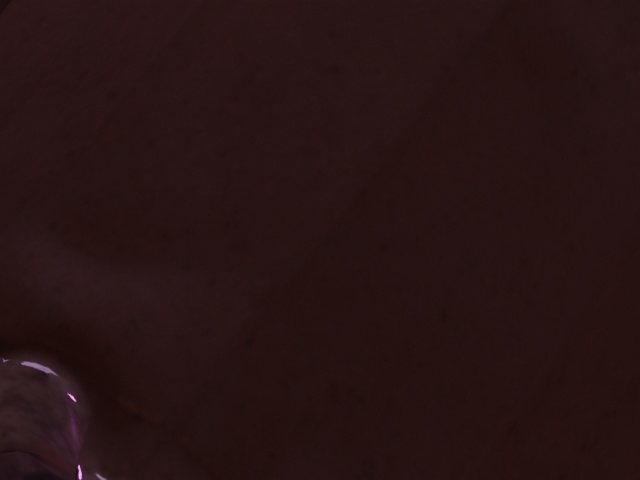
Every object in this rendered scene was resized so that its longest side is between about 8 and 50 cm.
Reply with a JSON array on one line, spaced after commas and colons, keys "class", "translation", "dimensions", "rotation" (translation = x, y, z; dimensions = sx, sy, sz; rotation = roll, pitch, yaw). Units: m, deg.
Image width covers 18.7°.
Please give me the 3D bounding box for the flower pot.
[{"class": "flower pot", "translation": [0.000, 0.000, 0.484], "dimensions": [0.290, 0.259, 0.290], "rotation": [26, 145, 21]}]
